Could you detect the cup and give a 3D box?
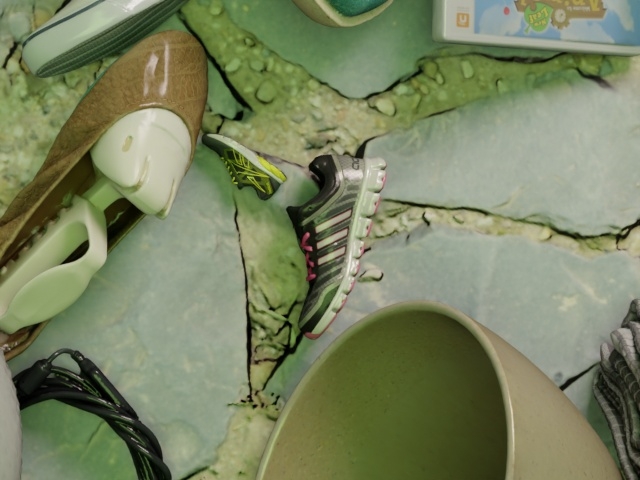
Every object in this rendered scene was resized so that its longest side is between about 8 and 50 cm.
[{"bbox_3d":[0.126,0.241,1.376,0.237,0.331,0.331,23,90,-32],"label":"cup"}]

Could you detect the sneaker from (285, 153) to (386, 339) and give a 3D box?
[{"bbox_3d":[0.000,0.000,1.456,0.075,0.063,0.170,18,86,-6],"label":"sneaker"}]

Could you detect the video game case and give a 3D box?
[{"bbox_3d":[0.192,-0.261,1.441,0.212,0.023,0.193,0,92,-29],"label":"video game case"}]

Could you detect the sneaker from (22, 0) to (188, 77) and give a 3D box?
[{"bbox_3d":[-0.156,-0.236,1.426,0.258,0.094,0.091,-36,86,-12],"label":"sneaker"}]

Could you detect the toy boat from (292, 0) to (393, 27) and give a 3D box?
[{"bbox_3d":[-0.009,-0.312,1.333,0.318,0.148,0.267,4,85,-47],"label":"toy boat"}]

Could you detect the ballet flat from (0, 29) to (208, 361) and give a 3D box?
[{"bbox_3d":[-0.196,-0.024,1.398,0.342,0.124,0.116,-47,126,-2],"label":"ballet flat"}]

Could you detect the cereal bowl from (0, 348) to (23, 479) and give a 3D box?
[{"bbox_3d":[-0.356,0.184,1.322,0.339,0.141,0.338,-11,71,35],"label":"cereal bowl"}]

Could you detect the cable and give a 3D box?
[{"bbox_3d":[-0.218,0.196,1.451,0.150,0.047,0.184,-39,95,-2],"label":"cable"}]

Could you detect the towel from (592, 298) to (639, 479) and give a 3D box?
[{"bbox_3d":[0.361,0.158,1.388,0.235,0.283,0.121,13,104,-4],"label":"towel"}]

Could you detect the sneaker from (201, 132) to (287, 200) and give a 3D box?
[{"bbox_3d":[-0.071,-0.065,1.461,0.083,0.031,0.035,31,90,-5],"label":"sneaker"}]
